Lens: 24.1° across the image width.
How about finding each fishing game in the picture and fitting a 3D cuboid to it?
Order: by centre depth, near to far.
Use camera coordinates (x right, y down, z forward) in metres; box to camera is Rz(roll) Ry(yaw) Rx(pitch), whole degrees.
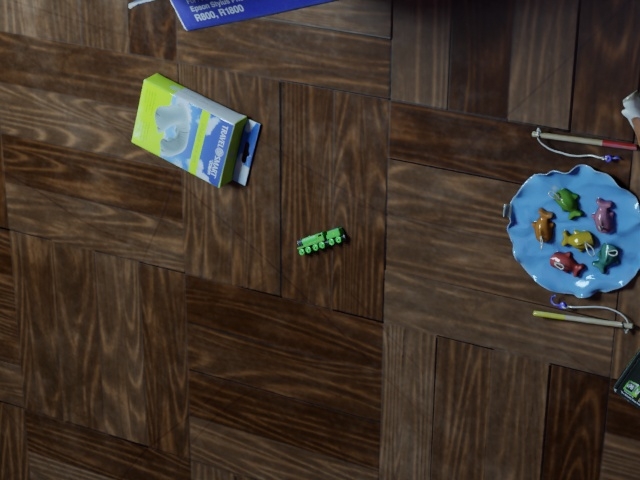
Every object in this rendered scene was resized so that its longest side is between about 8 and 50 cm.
[{"bbox_3d":[0.323,-0.009,1.916,0.189,0.041,0.264,11,116,23],"label":"fishing game"}]

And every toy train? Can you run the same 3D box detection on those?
[{"bbox_3d":[0.000,0.000,2.119,0.083,0.017,0.024,-18,92,35],"label":"toy train"}]

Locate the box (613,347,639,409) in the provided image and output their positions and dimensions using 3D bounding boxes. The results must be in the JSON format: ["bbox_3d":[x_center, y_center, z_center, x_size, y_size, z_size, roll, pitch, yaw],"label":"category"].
[{"bbox_3d":[0.495,0.172,1.894,0.190,0.045,0.184,36,127,11],"label":"box"}]

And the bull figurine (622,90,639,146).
[{"bbox_3d":[0.500,-0.158,1.710,0.310,0.101,0.188,-38,86,34],"label":"bull figurine"}]

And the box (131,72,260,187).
[{"bbox_3d":[-0.179,-0.153,2.139,0.178,0.042,0.109,27,123,18],"label":"box"}]

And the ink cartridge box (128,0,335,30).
[{"bbox_3d":[0.005,-0.308,1.703,0.324,0.330,0.071,-5,110,36],"label":"ink cartridge box"}]
